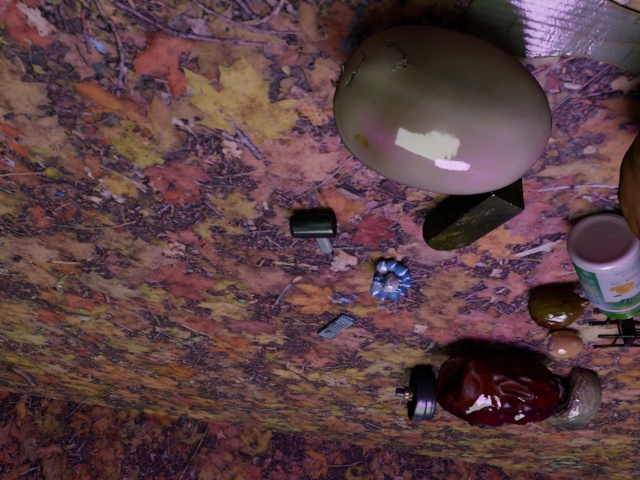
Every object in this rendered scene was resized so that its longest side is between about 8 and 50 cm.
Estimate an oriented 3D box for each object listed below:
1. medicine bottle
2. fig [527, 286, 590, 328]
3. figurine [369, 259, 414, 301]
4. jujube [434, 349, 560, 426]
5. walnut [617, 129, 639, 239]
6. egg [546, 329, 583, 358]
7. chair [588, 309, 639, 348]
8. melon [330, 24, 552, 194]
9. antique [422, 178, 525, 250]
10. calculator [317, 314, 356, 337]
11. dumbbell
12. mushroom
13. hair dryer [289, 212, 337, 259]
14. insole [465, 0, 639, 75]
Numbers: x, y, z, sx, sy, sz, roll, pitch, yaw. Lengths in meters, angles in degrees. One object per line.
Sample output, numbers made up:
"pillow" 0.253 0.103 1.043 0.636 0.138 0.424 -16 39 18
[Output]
"medicine bottle" 0.621 0.066 1.128 0.134 0.133 0.274 -14 142 29
"fig" 0.595 0.163 1.305 0.109 0.103 0.155 0 162 -31
"figurine" 0.181 0.102 1.308 0.114 0.079 0.114 0 102 0
"jujube" 0.545 0.456 1.642 0.377 0.258 0.258 1 148 -14
"walnut" 0.623 -0.104 0.706 0.398 0.307 0.354 0 151 13
"egg" 0.698 0.297 1.507 0.097 0.080 0.080 7 147 0
"chair" 0.831 0.232 1.385 0.213 0.084 0.101 -4 149 16
"melon" 0.167 -0.181 0.754 0.317 0.223 0.223 16 146 -8
"antique" 0.294 -0.053 1.054 0.080 0.081 0.221 22 145 -18
"calculator" 0.050 0.270 1.645 0.057 0.018 0.172 22 145 -18
"dumbbell" 0.456 0.548 1.840 0.389 0.185 0.185 7 147 0
"mushroom" 0.833 0.553 1.795 0.190 0.164 0.267 28 141 -27
"hair dryer" 0.000 0.000 1.221 0.101 0.057 0.197 -1 151 15
"insole" 0.375 -0.290 0.743 0.349 0.009 0.119 12 146 -7
